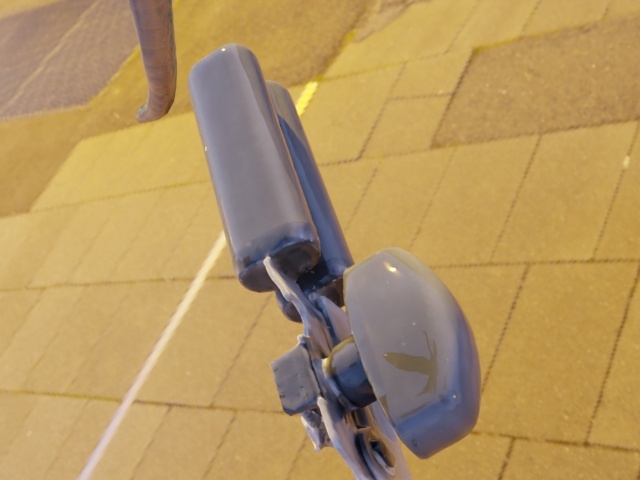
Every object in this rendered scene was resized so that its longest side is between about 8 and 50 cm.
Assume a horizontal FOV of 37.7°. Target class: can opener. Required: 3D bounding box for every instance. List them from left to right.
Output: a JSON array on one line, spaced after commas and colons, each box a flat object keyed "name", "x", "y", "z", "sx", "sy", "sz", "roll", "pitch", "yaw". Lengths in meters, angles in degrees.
[{"name": "can opener", "x": 0.000, "y": 0.000, "z": 0.465, "sx": 0.093, "sy": 0.074, "sz": 0.280, "roll": -33, "pitch": 48, "yaw": 10}]

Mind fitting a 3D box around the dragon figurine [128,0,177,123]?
[{"name": "dragon figurine", "x": -0.080, "y": -0.168, "z": 0.264, "sx": 0.085, "sy": 0.289, "sz": 0.144, "roll": -4, "pitch": 55, "yaw": 25}]
